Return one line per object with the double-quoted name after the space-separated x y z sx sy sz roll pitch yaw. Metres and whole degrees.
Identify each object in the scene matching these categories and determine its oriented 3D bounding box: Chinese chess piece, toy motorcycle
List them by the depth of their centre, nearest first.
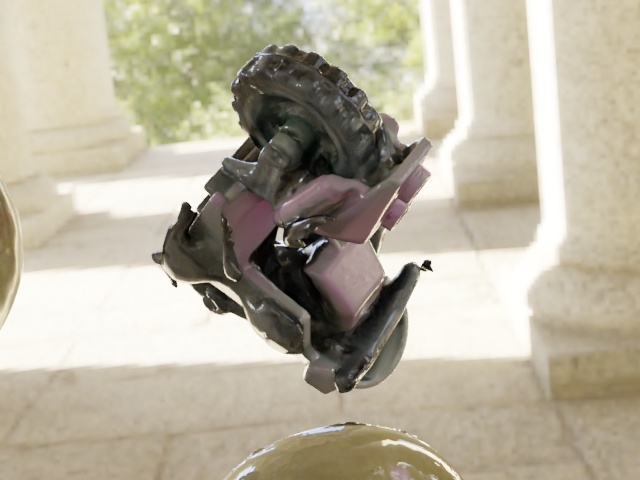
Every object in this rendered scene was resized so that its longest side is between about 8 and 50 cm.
0.000 0.000 0.941 0.143 0.188 0.327 -51 -4 -28 "toy motorcycle"
0.017 0.269 1.173 0.251 0.250 0.097 -8 34 -11 "Chinese chess piece"

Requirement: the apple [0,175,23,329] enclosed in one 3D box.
-0.407 0.016 1.299 0.257 0.256 0.234 -16 1 -43 "apple"
